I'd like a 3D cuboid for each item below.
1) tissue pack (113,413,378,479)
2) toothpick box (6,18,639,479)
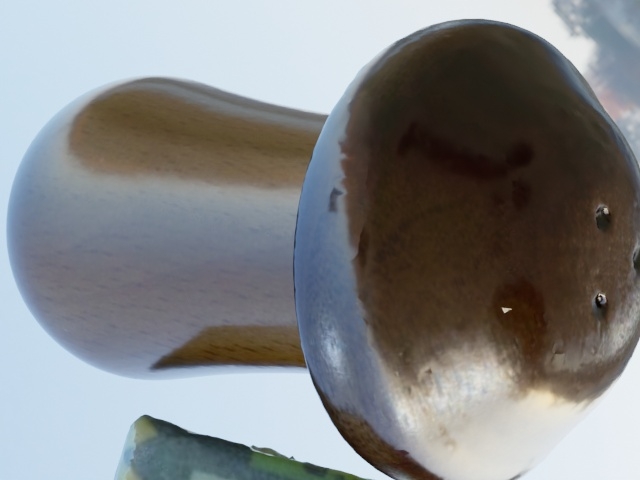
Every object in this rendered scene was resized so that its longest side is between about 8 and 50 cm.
[{"bbox_3d":[-0.020,0.260,0.603,0.228,0.310,0.128,16,165,-5],"label":"tissue pack"},{"bbox_3d":[0.000,0.000,0.589,0.294,0.192,0.192,6,167,42],"label":"toothpick box"}]
